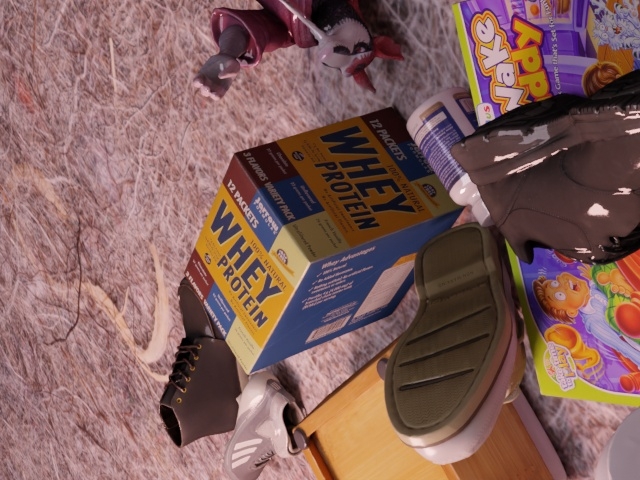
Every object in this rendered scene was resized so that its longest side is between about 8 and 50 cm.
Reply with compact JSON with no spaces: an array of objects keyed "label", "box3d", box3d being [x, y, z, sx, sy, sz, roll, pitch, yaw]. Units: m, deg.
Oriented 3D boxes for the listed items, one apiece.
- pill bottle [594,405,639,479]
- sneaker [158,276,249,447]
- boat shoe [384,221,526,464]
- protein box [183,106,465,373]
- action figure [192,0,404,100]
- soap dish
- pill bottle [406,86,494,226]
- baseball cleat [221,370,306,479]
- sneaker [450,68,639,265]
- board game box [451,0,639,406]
[{"label":"pill bottle","box3d":[0.270,0.197,0.924,0.121,0.121,0.221,50,175,28]},{"label":"sneaker","box3d":[-0.170,0.160,1.626,0.083,0.118,0.222,-11,97,57]},{"label":"boat shoe","box3d":[0.131,0.098,1.054,0.113,0.302,0.103,-19,114,23]},{"label":"protein box","box3d":[0.000,0.000,1.224,0.136,0.200,0.201,55,143,22]},{"label":"action figure","box3d":[-0.067,-0.285,1.187,0.370,0.248,0.276,49,-176,-11]},{"label":"soap dish","box3d":[0.100,0.221,1.269,0.229,0.118,0.291,61,145,14]},{"label":"pill bottle","box3d":[0.135,-0.075,1.112,0.120,0.067,0.067,59,145,17]},{"label":"baseball cleat","box3d":[-0.072,0.266,1.585,0.109,0.072,0.206,38,139,30]},{"label":"sneaker","box3d":[0.211,-0.049,0.857,0.286,0.109,0.130,-11,104,65]},{"label":"board game box","box3d":[0.244,-0.042,0.961,0.233,0.078,0.347,-2,105,56]}]
